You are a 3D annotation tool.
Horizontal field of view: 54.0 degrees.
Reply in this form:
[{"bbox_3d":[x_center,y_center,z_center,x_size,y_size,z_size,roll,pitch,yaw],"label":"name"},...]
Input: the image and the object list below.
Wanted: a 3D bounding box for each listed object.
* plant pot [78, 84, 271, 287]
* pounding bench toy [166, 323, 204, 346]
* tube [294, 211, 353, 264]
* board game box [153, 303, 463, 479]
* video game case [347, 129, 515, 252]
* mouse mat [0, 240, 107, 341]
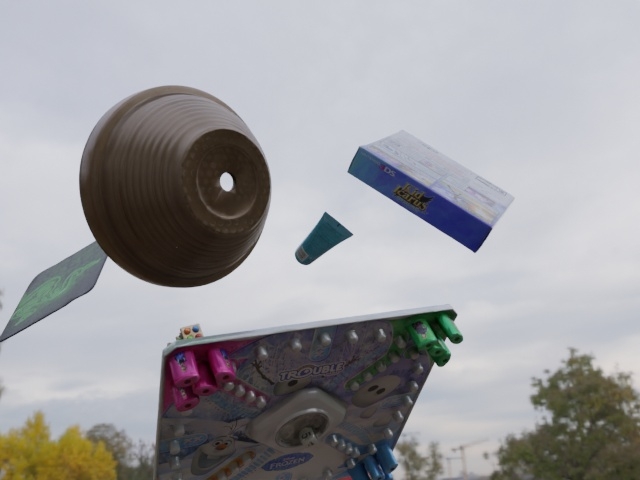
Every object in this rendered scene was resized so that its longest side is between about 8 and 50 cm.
[{"bbox_3d":[-0.134,-0.063,0.708,0.237,0.237,0.110,19,-14,-42],"label":"plant pot"},{"bbox_3d":[-0.345,0.254,1.601,0.083,0.052,0.065,-11,-27,-31],"label":"pounding bench toy"},{"bbox_3d":[0.000,0.000,1.453,0.080,0.052,0.207,35,-31,-8],"label":"tube"},{"bbox_3d":[-0.025,0.261,0.869,0.390,0.050,0.389,-4,-49,-23],"label":"board game box"},{"bbox_3d":[0.215,-0.103,1.178,0.244,0.270,0.061,-31,-28,-60],"label":"video game case"},{"bbox_3d":[-0.385,0.064,0.928,0.190,0.152,0.007,-29,-59,18],"label":"mouse mat"}]
